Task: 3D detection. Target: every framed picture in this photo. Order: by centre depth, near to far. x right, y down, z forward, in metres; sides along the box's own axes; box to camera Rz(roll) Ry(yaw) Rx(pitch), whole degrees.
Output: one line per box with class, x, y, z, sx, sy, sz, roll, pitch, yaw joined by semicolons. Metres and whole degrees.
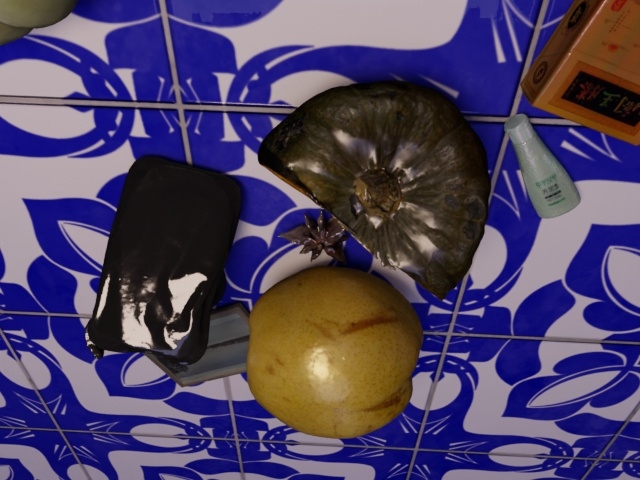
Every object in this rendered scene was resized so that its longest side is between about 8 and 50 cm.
framed picture;-0.251;0.242;1.148;0.288;0.016;0.213;-17;129;17

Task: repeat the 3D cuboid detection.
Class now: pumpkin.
pumpkin;0.097;-0.096;0.682;0.324;0.242;0.232;35;97;-4

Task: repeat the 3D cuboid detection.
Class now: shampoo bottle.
shampoo bottle;0.338;-0.114;0.794;0.069;0.041;0.191;-23;125;28

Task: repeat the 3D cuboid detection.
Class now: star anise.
star anise;-0.010;-0.004;0.898;0.129;0.056;0.124;7;131;-3

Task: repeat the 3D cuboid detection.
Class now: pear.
pear;0.022;0.194;0.912;0.313;0.315;0.315;2;131;2

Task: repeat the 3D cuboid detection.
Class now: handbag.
handbag;-0.251;0.041;0.834;0.191;0.075;0.333;14;88;-10

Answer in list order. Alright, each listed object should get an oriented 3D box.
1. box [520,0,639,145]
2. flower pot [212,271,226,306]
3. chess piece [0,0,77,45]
box;0.405;-0.269;0.634;0.174;0.076;0.274;18;130;-10
flower pot;-0.307;0.111;0.958;0.235;0.148;0.236;2;129;2
chess piece;-0.239;-0.334;0.530;0.441;0.234;0.234;-10;129;18
